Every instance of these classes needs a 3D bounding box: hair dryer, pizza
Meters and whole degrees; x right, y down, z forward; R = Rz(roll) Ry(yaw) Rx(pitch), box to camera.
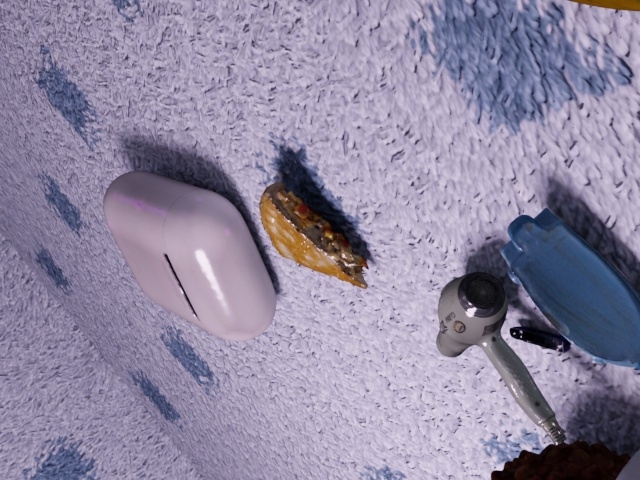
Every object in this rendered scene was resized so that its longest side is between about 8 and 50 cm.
[{"bbox_3d":[0.208,0.144,1.220,0.224,0.088,0.219,61,168,-3],"label":"hair dryer"},{"bbox_3d":[0.000,0.000,1.406,0.199,0.062,0.188,36,163,16],"label":"pizza"}]

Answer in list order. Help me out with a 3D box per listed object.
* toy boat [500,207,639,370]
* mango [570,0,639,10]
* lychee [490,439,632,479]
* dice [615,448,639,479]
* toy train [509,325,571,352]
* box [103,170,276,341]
[{"bbox_3d":[0.278,0.058,1.034,0.215,0.088,0.102,47,-172,7],"label":"toy boat"},{"bbox_3d":[0.208,-0.241,0.716,0.253,0.113,0.138,28,150,51],"label":"mango"},{"bbox_3d":[0.315,0.401,1.168,0.306,0.306,0.330,25,116,42],"label":"lychee"},{"bbox_3d":[0.416,0.287,0.959,0.193,0.192,0.194,56,155,-7],"label":"dice"},{"bbox_3d":[0.264,0.117,1.177,0.083,0.017,0.017,14,120,50],"label":"toy train"},{"bbox_3d":[-0.233,0.024,1.706,0.349,0.141,0.288,19,138,47],"label":"box"}]
